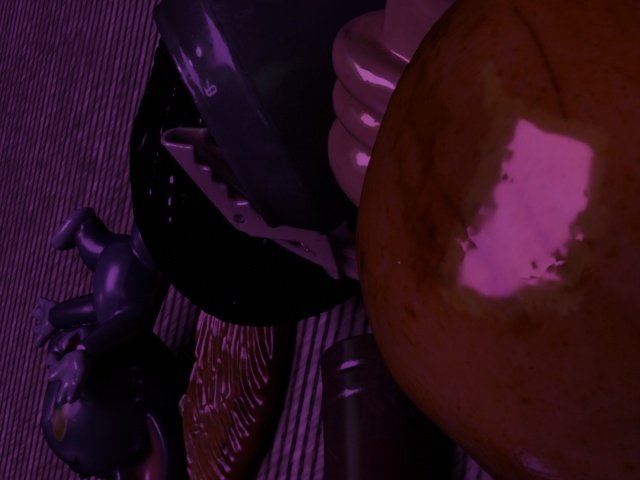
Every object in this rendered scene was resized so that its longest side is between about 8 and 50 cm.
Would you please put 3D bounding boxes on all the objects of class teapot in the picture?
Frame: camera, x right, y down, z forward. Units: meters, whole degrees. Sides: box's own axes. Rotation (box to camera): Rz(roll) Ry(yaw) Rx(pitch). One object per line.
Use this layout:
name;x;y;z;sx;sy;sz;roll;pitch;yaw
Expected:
teapot;0.045;-0.104;1.009;0.203;0.225;0.171;62;-178;-5

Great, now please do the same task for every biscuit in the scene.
biscuit;-0.069;0.081;1.403;0.176;0.031;0.229;-45;41;48

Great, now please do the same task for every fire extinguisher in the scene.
fire extinguisher;0.042;0.192;1.076;0.089;0.072;0.268;57;-153;-56

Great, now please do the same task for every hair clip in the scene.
hair clip;0.000;0.000;1.102;0.034;0.226;0.072;-58;-9;-51

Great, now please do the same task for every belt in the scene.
belt;-0.017;-0.088;1.180;0.164;0.184;0.289;-122;48;-70

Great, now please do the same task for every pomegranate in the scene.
pomegranate;0.140;0.005;0.728;0.264;0.264;0.264;-38;46;55

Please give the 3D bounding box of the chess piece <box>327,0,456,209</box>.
chess piece;0.061;-0.077;0.882;0.124;0.138;0.307;-119;29;-49

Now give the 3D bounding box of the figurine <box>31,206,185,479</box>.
figurine;-0.167;0.075;1.502;0.193;0.140;0.265;22;90;56
